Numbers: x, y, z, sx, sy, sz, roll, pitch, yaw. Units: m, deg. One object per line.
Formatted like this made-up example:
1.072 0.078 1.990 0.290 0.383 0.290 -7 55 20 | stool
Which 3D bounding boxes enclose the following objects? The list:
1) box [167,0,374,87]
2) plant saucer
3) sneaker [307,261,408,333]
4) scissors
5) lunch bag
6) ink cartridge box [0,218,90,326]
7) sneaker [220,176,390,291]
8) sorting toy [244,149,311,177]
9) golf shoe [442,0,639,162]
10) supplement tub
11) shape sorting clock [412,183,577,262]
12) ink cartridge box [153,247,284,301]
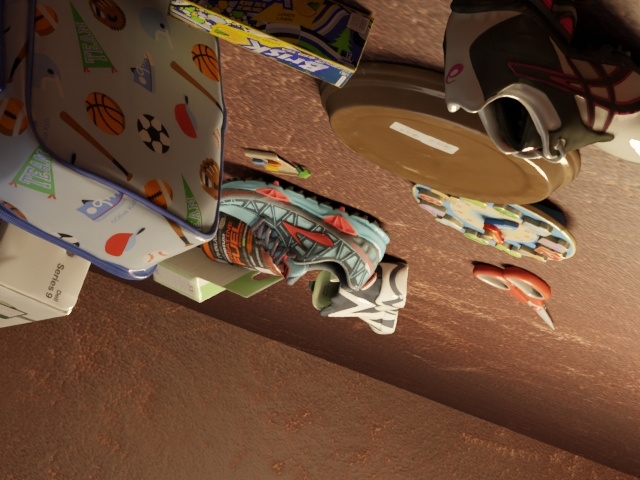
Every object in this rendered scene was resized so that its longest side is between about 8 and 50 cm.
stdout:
-0.043 -0.193 1.080 0.169 0.054 0.059 22 169 -8 | box
0.124 -0.100 1.267 0.277 0.041 0.278 20 168 4 | plant saucer
0.054 0.089 2.033 0.153 0.094 0.235 7 168 -2 | sneaker
0.327 0.096 1.864 0.109 0.021 0.297 8 162 39 | scissors
-0.196 -0.134 1.058 0.115 0.303 0.243 -30 141 30 | lunch bag
-0.398 -0.007 1.661 0.121 0.211 0.289 26 159 -27 | ink cartridge box
-0.039 -0.004 1.754 0.261 0.125 0.104 19 167 1 | sneaker
-0.053 -0.097 1.631 0.083 0.012 0.062 11 165 38 | sorting toy
0.179 -0.106 0.960 0.105 0.120 0.273 4 162 47 | golf shoe
-0.113 -0.009 1.904 0.198 0.106 0.106 10 165 39 | supplement tub
0.204 -0.023 1.483 0.206 0.040 0.206 19 168 4 | shape sorting clock
-0.132 0.044 1.983 0.171 0.056 0.235 -27 -144 -37 | ink cartridge box
